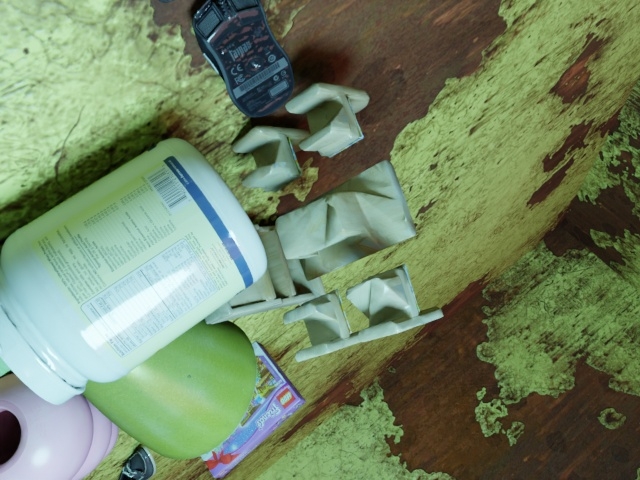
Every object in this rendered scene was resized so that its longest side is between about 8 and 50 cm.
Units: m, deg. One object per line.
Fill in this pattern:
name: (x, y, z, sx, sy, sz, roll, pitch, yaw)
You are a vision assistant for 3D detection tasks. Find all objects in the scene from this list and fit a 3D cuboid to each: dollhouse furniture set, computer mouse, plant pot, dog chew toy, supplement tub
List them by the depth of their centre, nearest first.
computer mouse: (-0.082, -0.289, 0.758, 0.184, 0.060, 0.262, -38, 144, 0)
supplement tub: (-0.261, 0.038, 0.802, 0.325, 0.235, 0.235, -36, 154, -14)
dollhouse furniture set: (0.000, 0.000, 1.010, 0.394, 0.362, 0.256, -26, 168, 39)
plant pot: (-0.300, 0.208, 1.031, 0.275, 0.275, 0.293, -42, 142, -1)
dog chew toy: (-0.464, 0.337, 1.042, 0.206, 0.206, 0.332, -40, 163, -6)

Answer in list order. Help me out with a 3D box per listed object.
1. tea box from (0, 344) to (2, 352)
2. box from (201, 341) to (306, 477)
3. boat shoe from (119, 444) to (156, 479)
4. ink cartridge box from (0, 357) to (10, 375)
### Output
tea box: (-0.497, 0.030, 0.457, 0.329, 0.220, 0.323, -31, 153, -23)
box: (-0.211, 0.437, 1.556, 0.293, 0.201, 0.057, -41, 155, -1)
boat shoe: (-0.488, 0.611, 1.581, 0.065, 0.075, 0.206, -24, 154, -41)
ink cartridge box: (-0.504, 0.162, 0.805, 0.209, 0.062, 0.109, -26, 153, -9)
